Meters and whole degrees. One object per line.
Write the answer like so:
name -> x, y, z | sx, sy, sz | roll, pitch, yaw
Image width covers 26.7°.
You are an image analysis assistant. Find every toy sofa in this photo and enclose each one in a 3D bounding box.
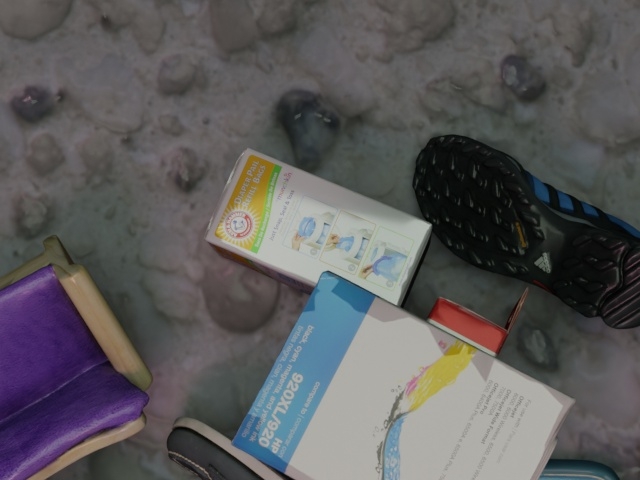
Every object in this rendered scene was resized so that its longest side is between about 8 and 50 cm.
toy sofa -> -0.351, 0.163, 1.274 | 0.363, 0.177, 0.150 | -30, 117, -7

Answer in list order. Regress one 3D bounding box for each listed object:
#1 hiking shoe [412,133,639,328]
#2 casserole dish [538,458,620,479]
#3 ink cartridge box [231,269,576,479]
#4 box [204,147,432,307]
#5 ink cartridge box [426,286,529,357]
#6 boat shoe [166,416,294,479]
hiking shoe -> 0.223, -0.003, 1.361 | 0.304, 0.132, 0.113 | 38, 105, 28
casserole dish -> 0.220, 0.274, 1.342 | 0.188, 0.037, 0.114 | 0, 79, 3
ink cartridge box -> 0.073, 0.160, 1.161 | 0.233, 0.171, 0.168 | 27, 83, 9
box -> 0.000, 0.000, 1.358 | 0.203, 0.114, 0.103 | 23, 83, 6
ink cartridge box -> 0.116, 0.139, 1.319 | 0.078, 0.134, 0.231 | 27, 81, 7
boat shoe -> -0.062, 0.254, 1.244 | 0.319, 0.116, 0.099 | 22, 75, 49
